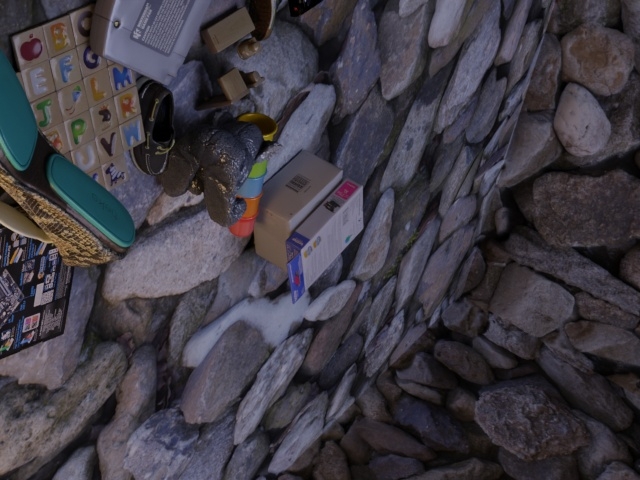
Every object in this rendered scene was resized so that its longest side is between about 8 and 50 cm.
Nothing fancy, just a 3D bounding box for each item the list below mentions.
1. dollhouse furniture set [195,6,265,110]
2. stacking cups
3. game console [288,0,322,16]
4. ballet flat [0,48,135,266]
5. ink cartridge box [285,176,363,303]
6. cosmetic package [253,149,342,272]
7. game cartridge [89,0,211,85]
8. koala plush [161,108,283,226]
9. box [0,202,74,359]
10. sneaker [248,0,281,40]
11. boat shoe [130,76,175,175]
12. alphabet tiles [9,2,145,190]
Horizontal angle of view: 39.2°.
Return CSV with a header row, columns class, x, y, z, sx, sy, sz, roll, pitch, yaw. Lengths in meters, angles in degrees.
class,x,y,z,sx,sy,sz,roll,pitch,yaw
dollhouse furniture set,-0.206,-0.373,1.857,0.144,0.123,0.151,-42,116,-35
stacking cups,-0.167,-0.149,2.129,0.096,0.096,0.316,-38,152,-40
game console,-0.030,-0.648,1.815,0.213,0.044,0.361,-62,153,-42
ballet flat,-0.480,-0.115,1.402,0.164,0.182,0.483,-95,161,-45
ink cartridge box,0.000,0.000,2.318,0.311,0.065,0.186,-49,155,-27
cosmetic package,-0.059,-0.073,2.362,0.224,0.138,0.225,-45,151,-30
game cartridge,-0.274,-0.432,1.542,0.198,0.062,0.297,19,100,-50
koala plush,-0.191,-0.183,1.892,0.221,0.196,0.203,-45,161,-46
box,-0.571,0.081,1.603,0.293,0.073,0.296,-23,136,-52
sneaker,-0.094,-0.512,1.866,0.086,0.064,0.192,-29,139,-42
boat shoe,-0.323,-0.210,1.759,0.081,0.068,0.228,-41,151,-37
alphabet tiles,-0.422,-0.216,1.545,0.285,0.011,0.343,-38,137,-40
